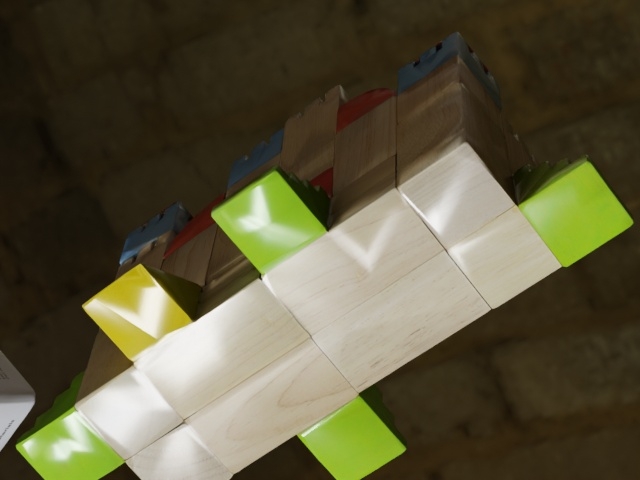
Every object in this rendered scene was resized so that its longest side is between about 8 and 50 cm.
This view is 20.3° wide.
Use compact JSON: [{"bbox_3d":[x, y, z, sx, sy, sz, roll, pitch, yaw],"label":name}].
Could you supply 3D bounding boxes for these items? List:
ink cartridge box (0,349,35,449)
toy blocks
[{"bbox_3d":[-0.367,0.083,1.240,0.117,0.201,0.278,-52,155,16],"label":"ink cartridge box"},{"bbox_3d":[0.000,0.000,1.147,0.381,0.191,0.261,-34,-160,17],"label":"toy blocks"}]
